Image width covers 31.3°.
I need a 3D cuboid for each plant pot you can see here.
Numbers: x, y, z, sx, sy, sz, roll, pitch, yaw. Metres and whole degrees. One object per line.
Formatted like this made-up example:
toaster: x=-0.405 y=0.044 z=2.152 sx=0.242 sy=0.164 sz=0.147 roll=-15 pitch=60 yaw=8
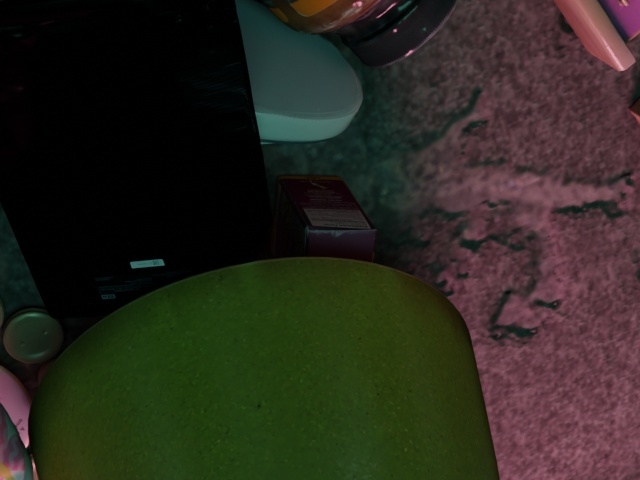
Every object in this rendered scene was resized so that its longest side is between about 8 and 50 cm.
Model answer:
plant pot: x=-0.007 y=0.207 z=0.611 sx=0.275 sy=0.293 sz=0.274 roll=-10 pitch=140 yaw=-8

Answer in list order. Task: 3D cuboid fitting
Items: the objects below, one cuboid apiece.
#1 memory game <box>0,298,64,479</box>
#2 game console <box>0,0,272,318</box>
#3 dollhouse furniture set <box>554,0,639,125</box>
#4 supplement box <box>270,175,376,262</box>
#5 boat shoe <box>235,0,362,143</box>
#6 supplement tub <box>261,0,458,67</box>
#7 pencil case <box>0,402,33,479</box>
memory game: x=-0.229 y=0.109 z=0.714 sx=0.186 sy=0.012 sz=0.186 roll=-6 pitch=115 yaw=-12
game console: x=-0.210 y=-0.037 z=0.573 sx=0.361 sy=0.044 sz=0.213 roll=-4 pitch=137 yaw=2
dollhouse furniture set: x=0.264 y=-0.131 z=0.567 sx=0.198 sy=0.303 sz=0.286 roll=-40 pitch=118 yaw=6
supplement box: x=0.000 y=0.000 z=0.682 sx=0.043 sy=0.083 sz=0.055 roll=1 pitch=115 yaw=-15
boat shoe: x=-0.109 y=-0.089 z=0.619 sx=0.258 sy=0.095 sz=0.084 roll=12 pitch=140 yaw=-12
supplement tub: x=-0.014 y=-0.179 z=0.584 sx=0.106 sy=0.106 sz=0.198 roll=-43 pitch=118 yaw=7
pencil case: x=-0.250 y=0.068 z=0.562 sx=0.124 sy=0.113 sz=0.273 roll=-48 pitch=140 yaw=-27
